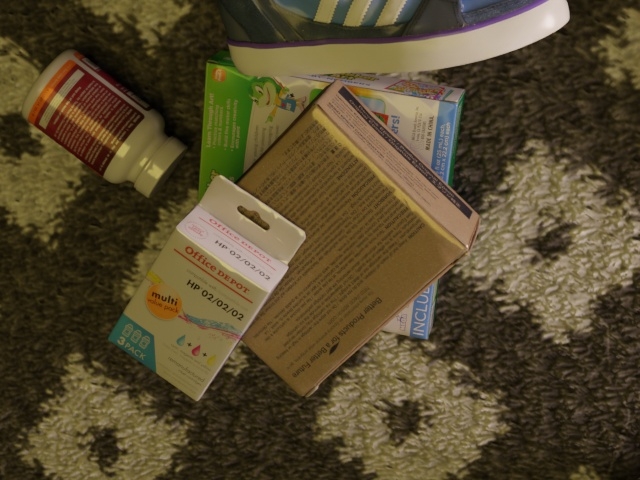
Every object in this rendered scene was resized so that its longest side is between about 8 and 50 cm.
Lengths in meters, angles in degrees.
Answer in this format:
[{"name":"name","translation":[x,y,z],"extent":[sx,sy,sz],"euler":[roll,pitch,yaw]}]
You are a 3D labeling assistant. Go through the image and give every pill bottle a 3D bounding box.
[{"name":"pill bottle","translation":[-0.210,-0.112,1.418],"extent":[0.152,0.086,0.086],"euler":[37,116,-1]}]

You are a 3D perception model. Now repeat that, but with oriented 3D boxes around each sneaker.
[{"name":"sneaker","translation":[0.043,-0.275,1.257],"extent":[0.322,0.130,0.236],"euler":[-3,112,19]}]

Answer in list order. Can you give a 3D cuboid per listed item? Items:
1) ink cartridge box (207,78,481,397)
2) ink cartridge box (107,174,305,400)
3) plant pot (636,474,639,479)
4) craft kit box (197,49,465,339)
[{"name":"ink cartridge box","translation":[0.000,0.000,1.345],"extent":[0.193,0.088,0.234],"euler":[44,116,-6]},{"name":"ink cartridge box","translation":[-0.104,0.043,1.310],"extent":[0.104,0.061,0.181],"euler":[34,118,1]},{"name":"plant pot","translation":[0.370,0.353,1.350],"extent":[0.323,0.323,0.280],"euler":[16,97,9]},{"name":"craft kit box","translation":[0.003,-0.044,1.405],"extent":[0.246,0.061,0.250],"euler":[10,113,9]}]
